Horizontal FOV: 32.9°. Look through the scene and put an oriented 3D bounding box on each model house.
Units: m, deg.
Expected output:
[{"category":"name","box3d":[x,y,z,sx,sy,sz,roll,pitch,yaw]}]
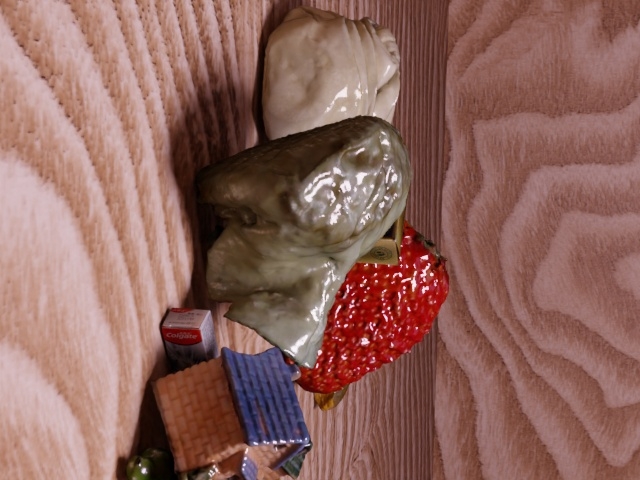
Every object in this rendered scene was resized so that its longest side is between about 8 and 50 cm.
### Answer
[{"category":"model house","box3d":[-0.084,0.235,1.326,0.183,0.172,0.166,66,-1,-54]}]

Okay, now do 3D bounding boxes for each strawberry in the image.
[{"category":"strawberry","box3d":[0.067,0.115,1.909,0.351,0.267,0.312,-60,166,-7]}]

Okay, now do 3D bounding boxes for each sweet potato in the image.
[{"category":"sweet potato","box3d":[0.040,0.222,2.132,0.077,0.077,0.243,77,23,-46]}]

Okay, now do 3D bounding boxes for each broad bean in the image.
[{"category":"broad bean","box3d":[-0.182,0.352,1.338,0.144,0.049,0.292,-67,155,-60]}]

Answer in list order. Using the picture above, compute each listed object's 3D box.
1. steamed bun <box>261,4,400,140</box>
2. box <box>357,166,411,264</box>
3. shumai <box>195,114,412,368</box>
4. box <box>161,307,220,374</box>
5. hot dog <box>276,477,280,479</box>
[{"category":"steamed bun","box3d":[0.034,-0.247,1.761,0.289,0.203,0.276,44,50,-72]},{"category":"box","box3d":[0.008,-0.055,1.622,0.071,0.240,0.159,72,25,-58]},{"category":"shumai","box3d":[0.000,0.000,1.442,0.330,0.292,0.288,-27,102,-48]},{"category":"box","box3d":[-0.155,0.181,1.400,0.039,0.055,0.218,-71,159,-51]},{"category":"hot dog","box3d":[-0.093,0.401,1.737,0.044,0.028,0.137,-63,167,12]}]
